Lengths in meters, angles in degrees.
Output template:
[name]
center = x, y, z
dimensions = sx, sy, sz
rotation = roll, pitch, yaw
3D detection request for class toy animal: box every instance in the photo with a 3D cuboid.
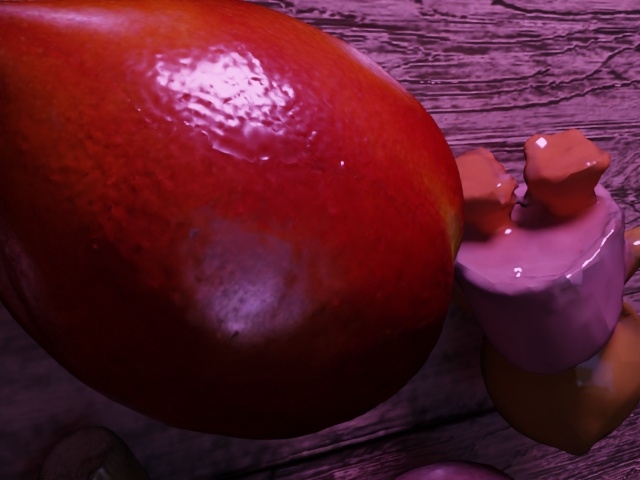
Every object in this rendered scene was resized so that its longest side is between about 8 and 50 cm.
[toy animal]
center = 0.192, 0.060, 0.987
dimensions = 0.195, 0.169, 0.281
rotation = -12, 133, 13

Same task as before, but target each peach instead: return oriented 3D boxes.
[peach]
center = -0.054, -0.017, 0.710
dimensions = 0.362, 0.201, 0.257
rotation = 33, 90, -37

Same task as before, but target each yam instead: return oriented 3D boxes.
[yam]
center = -0.102, 0.279, 0.895
dimensions = 0.083, 0.083, 0.371
rotation = -37, 127, -22

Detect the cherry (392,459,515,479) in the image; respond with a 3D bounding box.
[cherry]
center = 0.103, 0.324, 0.978
dimensions = 0.307, 0.221, 0.261
rotation = -33, 89, -19
